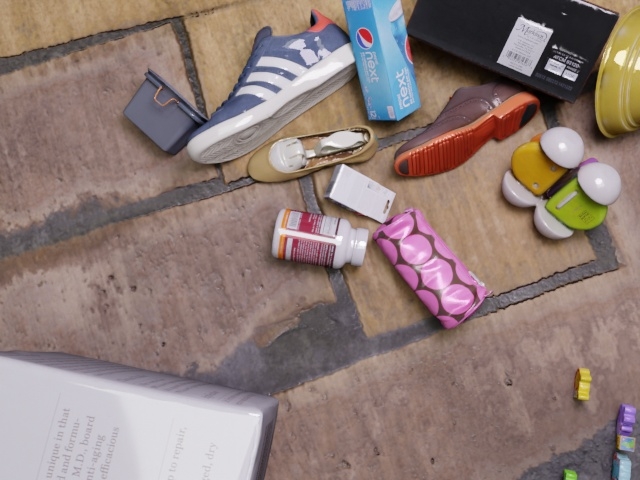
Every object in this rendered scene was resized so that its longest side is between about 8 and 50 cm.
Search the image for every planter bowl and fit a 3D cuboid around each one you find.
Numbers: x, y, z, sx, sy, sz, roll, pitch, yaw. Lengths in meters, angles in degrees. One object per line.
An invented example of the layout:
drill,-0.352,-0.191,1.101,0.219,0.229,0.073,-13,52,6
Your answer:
planter bowl,0.540,-0.265,1.146,0.090,0.217,0.217,22,79,41

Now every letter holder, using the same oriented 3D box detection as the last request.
letter holder,0.326,-0.376,1.220,0.302,0.214,0.152,25,113,7

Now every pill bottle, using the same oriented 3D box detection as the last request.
pill bottle,0.000,0.000,1.178,0.152,0.086,0.086,11,81,3

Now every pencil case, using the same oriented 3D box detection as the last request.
pencil case,0.183,0.040,1.169,0.098,0.095,0.209,-44,82,25

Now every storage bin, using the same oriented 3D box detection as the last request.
storage bin,-0.270,-0.216,1.219,0.135,0.098,0.091,41,94,7

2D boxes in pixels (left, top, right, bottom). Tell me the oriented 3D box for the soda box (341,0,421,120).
soda box,0.104,-0.310,1.176,0.071,0.067,0.210,-34,120,-36

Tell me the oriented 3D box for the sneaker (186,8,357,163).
sneaker,-0.102,-0.269,1.208,0.350,0.131,0.148,-35,83,-15

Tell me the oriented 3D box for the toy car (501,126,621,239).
toy car,0.408,-0.104,1.177,0.182,0.159,0.136,46,47,8

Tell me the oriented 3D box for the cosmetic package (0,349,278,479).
cosmetic package,-0.289,0.350,0.999,0.394,0.329,0.327,11,81,3

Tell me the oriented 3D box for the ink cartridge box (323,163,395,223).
ink cartridge box,0.068,-0.078,1.213,0.115,0.029,0.062,26,80,-23

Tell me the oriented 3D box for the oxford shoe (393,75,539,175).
oxford shoe,0.236,-0.198,1.218,0.271,0.097,0.098,-26,61,-8

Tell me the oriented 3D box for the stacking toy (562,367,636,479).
stacking toy,0.482,0.329,1.130,0.167,0.052,0.221,10,81,9

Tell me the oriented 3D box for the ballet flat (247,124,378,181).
ballet flat,-0.015,-0.158,1.211,0.232,0.073,0.080,-14,80,-2
